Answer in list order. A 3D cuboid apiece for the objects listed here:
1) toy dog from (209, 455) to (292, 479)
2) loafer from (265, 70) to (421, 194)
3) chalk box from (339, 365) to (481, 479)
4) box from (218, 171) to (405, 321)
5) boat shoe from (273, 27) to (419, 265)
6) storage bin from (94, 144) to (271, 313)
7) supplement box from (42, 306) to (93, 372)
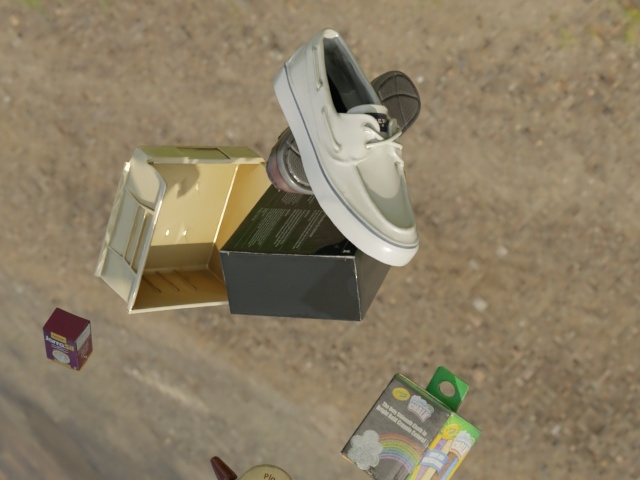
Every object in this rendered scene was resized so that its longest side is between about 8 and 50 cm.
[{"bbox_3d":[-0.155,0.413,1.883,0.161,0.334,0.220,32,140,26],"label":"toy dog"},{"bbox_3d":[0.020,-0.130,1.850,0.095,0.302,0.109,-18,104,43],"label":"loafer"},{"bbox_3d":[0.161,0.308,2.297,0.132,0.213,0.132,35,176,35],"label":"chalk box"},{"bbox_3d":[0.000,0.000,1.895,0.184,0.261,0.103,0,117,20],"label":"box"},{"bbox_3d":[0.033,-0.095,1.354,0.084,0.095,0.258,-49,57,35],"label":"boat shoe"},{"bbox_3d":[-0.223,-0.025,2.439,0.123,0.262,0.260,37,118,39],"label":"storage bin"},{"bbox_3d":[-0.354,0.141,1.991,0.055,0.043,0.083,21,143,12],"label":"supplement box"}]
